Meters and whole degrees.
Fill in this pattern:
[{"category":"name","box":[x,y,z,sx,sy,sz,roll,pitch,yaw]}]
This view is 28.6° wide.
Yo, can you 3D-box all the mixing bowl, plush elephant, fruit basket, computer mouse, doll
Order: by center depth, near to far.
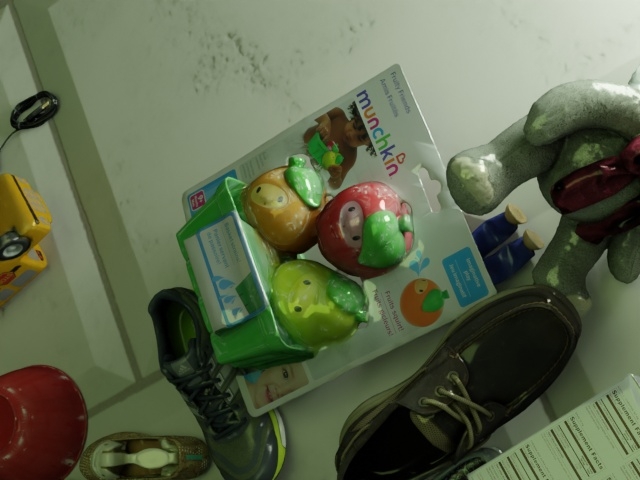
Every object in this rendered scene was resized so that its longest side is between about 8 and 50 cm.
[{"category":"plush elephant","box":[0.355,-0.062,1.321,0.330,0.272,0.255,-45,35,-15]},{"category":"doll","box":[0.173,0.032,1.516,0.189,0.046,0.129,-38,75,21]},{"category":"fruit basket","box":[0.000,0.000,1.528,0.353,0.165,0.327,-30,68,27]},{"category":"mixing bowl","box":[-0.425,0.258,1.735,0.181,0.098,0.181,-5,78,25]},{"category":"computer mouse","box":[-0.489,-0.141,1.882,0.242,0.041,0.071,-43,64,12]}]

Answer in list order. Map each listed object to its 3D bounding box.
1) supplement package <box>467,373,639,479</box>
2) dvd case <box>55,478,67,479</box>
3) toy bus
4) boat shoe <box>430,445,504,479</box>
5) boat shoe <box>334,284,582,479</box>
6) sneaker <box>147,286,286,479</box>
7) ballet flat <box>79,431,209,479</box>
[{"category":"supplement package","box":[0.300,0.260,1.321,0.203,0.194,0.149,-35,67,15]},{"category":"dvd case","box":[-0.267,0.425,1.660,0.239,0.029,0.179,5,82,27]},{"category":"toy bus","box":[-0.514,0.051,1.803,0.333,0.130,0.108,-39,64,14]},{"category":"boat shoe","box":[0.125,0.322,1.458,0.227,0.081,0.079,-47,64,10]},{"category":"boat shoe","box":[0.151,0.191,1.403,0.132,0.130,0.355,41,118,-6]},{"category":"sneaker","box":[-0.145,0.187,1.597,0.111,0.121,0.300,-36,66,16]},{"category":"ballet flat","box":[-0.247,0.286,1.657,0.206,0.067,0.073,-11,76,24]}]
